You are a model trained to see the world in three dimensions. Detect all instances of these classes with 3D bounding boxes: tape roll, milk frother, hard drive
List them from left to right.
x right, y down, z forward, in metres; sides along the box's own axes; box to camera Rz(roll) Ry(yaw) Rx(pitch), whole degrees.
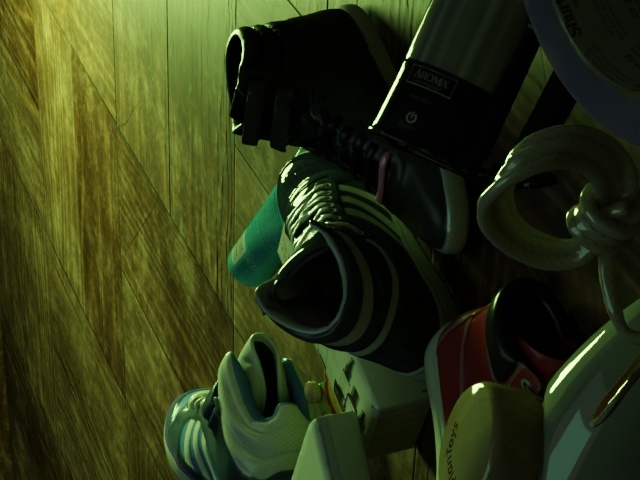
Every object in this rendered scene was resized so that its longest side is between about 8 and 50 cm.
[{"bbox_3d":[0.038,0.355,1.585,0.233,0.047,0.353,105,154,-65],"label":"hard drive"},{"bbox_3d":[0.121,-0.106,1.238,0.134,0.129,0.143,-65,-10,1],"label":"milk frother"},{"bbox_3d":[0.190,-0.150,0.972,0.189,0.080,0.189,50,152,39],"label":"tape roll"}]

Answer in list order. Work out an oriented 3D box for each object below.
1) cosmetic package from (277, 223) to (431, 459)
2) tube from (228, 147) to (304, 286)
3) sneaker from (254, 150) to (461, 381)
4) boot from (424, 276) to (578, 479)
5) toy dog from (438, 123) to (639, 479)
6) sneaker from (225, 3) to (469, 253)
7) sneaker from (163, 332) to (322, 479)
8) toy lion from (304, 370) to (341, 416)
[{"bbox_3d":[0.028,0.073,1.642,0.099,0.060,0.239,107,147,-52],"label":"cosmetic package"},{"bbox_3d":[-0.042,-0.015,1.822,0.080,0.052,0.207,68,154,16],"label":"tube"},{"bbox_3d":[0.000,0.000,1.506,0.099,0.153,0.282,-55,43,20],"label":"sneaker"},{"bbox_3d":[0.150,0.158,1.306,0.176,0.088,0.244,136,125,-66],"label":"boot"},{"bbox_3d":[0.190,0.099,0.977,0.333,0.220,0.161,95,170,-47],"label":"toy dog"},{"bbox_3d":[0.010,-0.084,1.474,0.104,0.147,0.295,100,151,-42],"label":"sneaker"},{"bbox_3d":[-0.078,0.183,1.940,0.323,0.130,0.236,-122,38,-57],"label":"sneaker"},{"bbox_3d":[0.023,0.165,1.761,0.096,0.034,0.100,-28,74,63],"label":"toy lion"}]
